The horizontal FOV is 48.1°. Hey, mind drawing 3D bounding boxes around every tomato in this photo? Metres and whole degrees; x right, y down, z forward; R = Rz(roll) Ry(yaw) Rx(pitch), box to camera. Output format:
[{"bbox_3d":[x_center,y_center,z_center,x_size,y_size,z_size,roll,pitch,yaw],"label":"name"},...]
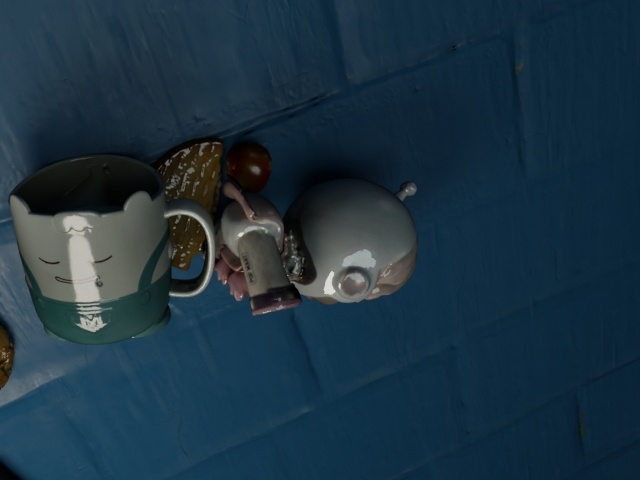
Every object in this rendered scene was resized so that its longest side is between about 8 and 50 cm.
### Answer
[{"bbox_3d":[-0.122,-0.120,1.188,0.075,0.087,0.087,8,113,-22],"label":"tomato"}]

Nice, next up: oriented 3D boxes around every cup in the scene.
[{"bbox_3d":[-0.305,0.014,1.088,0.289,0.219,0.258,-3,119,-7],"label":"cup"}]

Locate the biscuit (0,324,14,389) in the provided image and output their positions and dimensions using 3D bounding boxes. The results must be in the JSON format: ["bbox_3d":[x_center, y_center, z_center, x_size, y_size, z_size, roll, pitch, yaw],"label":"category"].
[{"bbox_3d":[-0.618,0.203,1.169,0.225,0.042,0.226,-10,121,-18],"label":"biscuit"}]

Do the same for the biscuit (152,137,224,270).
[{"bbox_3d":[-0.218,-0.067,1.206,0.176,0.031,0.229,35,97,-35],"label":"biscuit"}]

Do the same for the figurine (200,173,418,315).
[{"bbox_3d":[0.004,0.006,1.179,0.361,0.253,0.211,0,128,-34],"label":"figurine"}]

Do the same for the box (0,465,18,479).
[{"bbox_3d":[-0.587,0.516,1.339,0.120,0.069,0.224,-31,123,-6],"label":"box"}]
